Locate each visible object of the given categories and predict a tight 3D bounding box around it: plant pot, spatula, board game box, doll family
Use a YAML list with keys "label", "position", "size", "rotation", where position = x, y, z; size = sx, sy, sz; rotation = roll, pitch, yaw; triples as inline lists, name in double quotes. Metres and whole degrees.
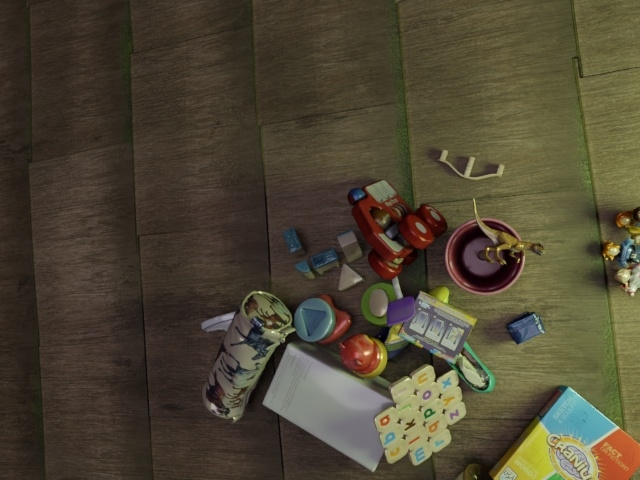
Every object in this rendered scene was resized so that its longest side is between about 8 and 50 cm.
- label: "plant pot"
  position: [0.445, 0.045, 1.323]
  size: [0.201, 0.180, 0.202]
  rotation: [-1, 87, 18]
- label: "spatula"
  position: [0.216, 0.116, 1.387]
  size: [0.084, 0.030, 0.297]
  rotation: [-20, 45, 19]
- label: "board game box"
  position: [0.641, 0.582, 1.263]
  size: [0.242, 0.064, 0.316]
  rotation: [40, 86, 15]
- label: "board game box"
  position: [0.319, 0.237, 1.334]
  size: [0.170, 0.048, 0.141]
  rotation: [27, 91, 12]
- label: "doll family"
  position: [0.829, 0.008, 1.251]
  size: [0.163, 0.118, 0.263]
  rotation: [9, 109, 12]

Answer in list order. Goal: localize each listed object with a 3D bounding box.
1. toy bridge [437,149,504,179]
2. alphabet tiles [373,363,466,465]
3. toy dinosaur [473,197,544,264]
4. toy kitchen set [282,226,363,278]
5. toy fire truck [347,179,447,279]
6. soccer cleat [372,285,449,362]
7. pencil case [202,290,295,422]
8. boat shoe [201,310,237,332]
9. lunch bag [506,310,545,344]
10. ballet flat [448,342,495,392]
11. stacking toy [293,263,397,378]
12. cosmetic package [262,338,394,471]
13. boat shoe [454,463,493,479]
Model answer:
- label: "toy bridge"
  position: [0.435, -0.213, 1.417]
  size: [0.188, 0.026, 0.063]
  rotation: [18, 95, 18]
- label: "alphabet tiles"
  position: [0.279, 0.484, 1.341]
  size: [0.277, 0.021, 0.284]
  rotation: [-25, 112, -18]
- label: "toy dinosaur"
  position: [0.445, -0.001, 1.208]
  size: [0.211, 0.064, 0.112]
  rotation: [29, 78, 7]
- label: "toy kitchen set"
  position: [0.000, 0.000, 1.496]
  size: [0.207, 0.122, 0.166]
  rotation: [-24, 62, 2]
- label: "toy fire truck"
  position: [0.191, -0.053, 1.357]
  size: [0.254, 0.302, 0.169]
  rotation: [47, 123, 11]
- label: "soccer cleat"
  position: [0.256, 0.232, 1.416]
  size: [0.121, 0.093, 0.289]
  rotation: [40, 103, -3]
- label: "pencil case"
  position: [-0.230, 0.365, 1.493]
  size: [0.183, 0.159, 0.411]
  rotation: [45, 120, 37]
- label: "boat shoe"
  position: [-0.274, 0.278, 1.593]
  size: [0.258, 0.095, 0.084]
  rotation: [-16, 79, 18]
- label: "lunch bag"
  position: [0.566, 0.235, 1.336]
  size: [0.098, 0.067, 0.065]
  rotation: [-31, 80, 13]
- label: "ballet flat"
  position: [0.398, 0.332, 1.377]
  size: [0.247, 0.087, 0.083]
  rotation: [46, 102, 15]
- label: "stacking toy"
  position: [0.077, 0.215, 1.409]
  size: [0.308, 0.130, 0.280]
  rotation: [27, 87, 34]
- label: "cosmetic package"
  position: [0.048, 0.475, 1.452]
  size: [0.384, 0.156, 0.217]
  rotation: [26, 96, 16]
- label: "boat shoe"
  position: [0.514, 0.725, 1.326]
  size: [0.302, 0.109, 0.098]
  rotation: [27, 133, 6]
